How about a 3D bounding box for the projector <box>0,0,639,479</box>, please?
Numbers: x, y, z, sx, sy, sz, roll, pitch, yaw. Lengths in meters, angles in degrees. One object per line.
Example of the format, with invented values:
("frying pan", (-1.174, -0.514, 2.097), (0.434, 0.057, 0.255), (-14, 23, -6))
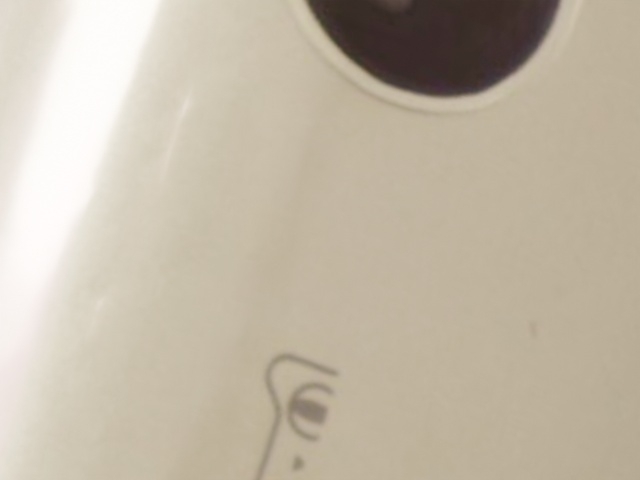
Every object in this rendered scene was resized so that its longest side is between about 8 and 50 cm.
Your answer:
("projector", (0.000, 0.000, 0.459), (0.248, 0.248, 0.249), (-11, 59, 67))
